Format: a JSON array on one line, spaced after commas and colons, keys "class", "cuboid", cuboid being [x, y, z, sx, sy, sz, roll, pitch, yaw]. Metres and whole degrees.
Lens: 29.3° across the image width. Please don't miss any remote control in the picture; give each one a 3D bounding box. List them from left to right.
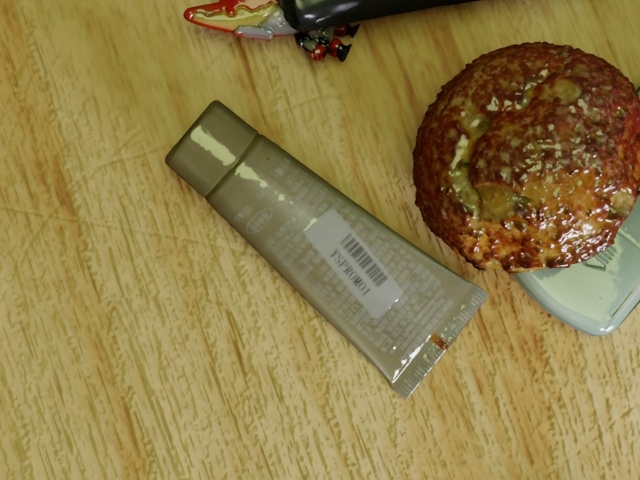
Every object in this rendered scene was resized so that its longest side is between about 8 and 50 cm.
[{"class": "remote control", "cuboid": [0.323, -0.042, 1.256, 0.140, 0.056, 0.296, 39, 83, 4]}]

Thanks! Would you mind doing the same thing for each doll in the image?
[{"class": "doll", "cuboid": [-0.045, -0.236, 1.254, 0.169, 0.057, 0.109, 26, 66, -12]}]

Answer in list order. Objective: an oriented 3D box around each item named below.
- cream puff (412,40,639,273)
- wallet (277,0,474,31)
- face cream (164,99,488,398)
[{"class": "cream puff", "cuboid": [0.196, -0.082, 1.174, 0.240, 0.164, 0.240, -4, 74, 14]}, {"class": "wallet", "cuboid": [0.139, -0.351, 1.255, 0.406, 0.062, 0.228, -11, 83, -15]}, {"class": "face cream", "cuboid": [0.000, 0.000, 1.220, 0.341, 0.084, 0.137, 40, 83, -7]}]
